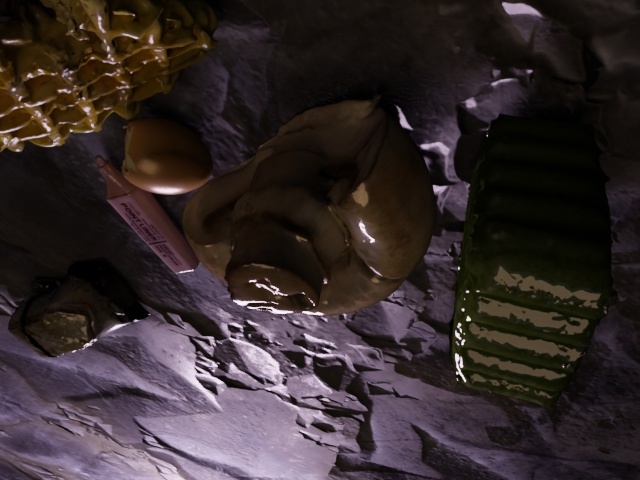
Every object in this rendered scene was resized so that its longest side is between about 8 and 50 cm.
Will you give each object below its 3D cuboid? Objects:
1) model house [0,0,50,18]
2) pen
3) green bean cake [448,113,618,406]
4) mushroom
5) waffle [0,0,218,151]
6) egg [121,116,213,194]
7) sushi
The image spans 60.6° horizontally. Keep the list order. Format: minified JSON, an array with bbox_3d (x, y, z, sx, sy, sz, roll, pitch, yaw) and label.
[{"bbox_3d":[-0.249,-0.284,0.392,0.207,0.154,0.294,55,129,21],"label":"model house"},{"bbox_3d":[-0.219,-0.031,0.689,0.053,0.032,0.197,-9,133,24],"label":"pen"},{"bbox_3d":[0.182,0.015,0.495,0.113,0.214,0.200,8,136,14],"label":"green bean cake"},{"bbox_3d":[0.000,0.000,0.544,0.254,0.195,0.189,-21,129,34],"label":"mushroom"},{"bbox_3d":[-0.220,-0.133,0.446,0.250,0.261,0.056,-23,95,28],"label":"waffle"},{"bbox_3d":[-0.162,-0.088,0.581,0.097,0.080,0.080,7,139,-18],"label":"egg"},{"bbox_3d":[-0.416,0.128,0.848,0.273,0.109,0.134,-10,130,25],"label":"sushi"}]
